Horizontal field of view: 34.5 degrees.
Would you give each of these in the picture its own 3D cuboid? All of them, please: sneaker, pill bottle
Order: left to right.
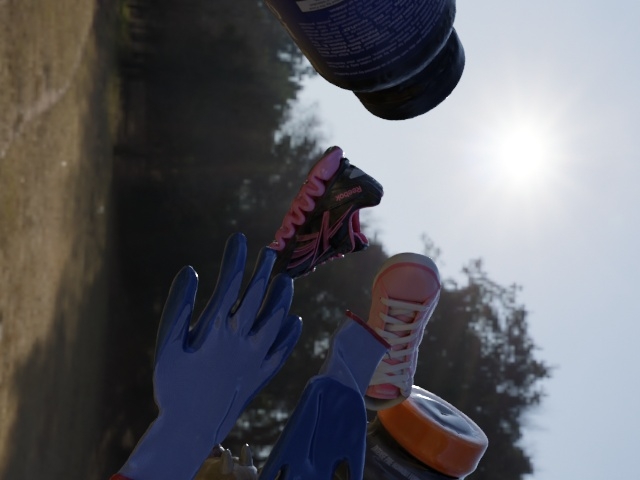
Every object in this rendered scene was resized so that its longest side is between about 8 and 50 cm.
[{"bbox_3d":[0.000,0.000,0.661,0.119,0.057,0.047,-59,-176,27],"label":"sneaker"},{"bbox_3d":[0.025,-0.186,0.742,0.219,0.122,0.123,48,32,-49],"label":"pill bottle"},{"bbox_3d":[0.035,0.237,0.825,0.246,0.130,0.130,-59,-166,9],"label":"pill bottle"},{"bbox_3d":[0.055,0.074,0.751,0.134,0.050,0.070,109,-11,-45],"label":"sneaker"}]

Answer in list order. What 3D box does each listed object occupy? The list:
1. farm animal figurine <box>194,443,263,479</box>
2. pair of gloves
[{"bbox_3d":[-0.097,0.314,1.057,0.330,0.326,0.172,-24,131,-55],"label":"farm animal figurine"},{"bbox_3d":[-0.030,0.097,0.597,0.023,0.198,0.159,9,-113,46],"label":"pair of gloves"}]
